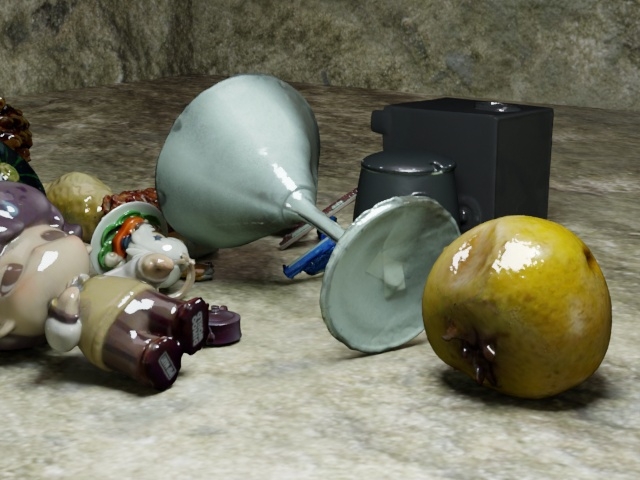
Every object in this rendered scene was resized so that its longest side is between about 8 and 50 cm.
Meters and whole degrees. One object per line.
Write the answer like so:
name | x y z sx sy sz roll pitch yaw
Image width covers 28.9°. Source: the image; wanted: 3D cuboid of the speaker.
speaker | 0.228 -0.115 2.043 0.254 0.232 0.184 13 18 41

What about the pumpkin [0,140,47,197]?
pumpkin | -0.539 -0.037 1.836 0.248 0.248 0.248 0 14 0

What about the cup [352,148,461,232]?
cup | 0.140 -0.044 1.876 0.169 0.177 0.223 0 13 -12

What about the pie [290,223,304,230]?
pie | -0.119 -0.074 2.084 0.218 0.054 0.204 24 -2 -37

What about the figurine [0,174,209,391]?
figurine | -0.318 0.053 1.444 0.365 0.218 0.206 12 -25 37

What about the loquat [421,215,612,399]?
loquat | 0.212 0.071 1.364 0.213 0.213 0.213 0 14 0

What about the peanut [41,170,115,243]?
peanut | -0.434 -0.057 2.058 0.236 0.120 0.110 9 32 20

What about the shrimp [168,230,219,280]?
shrimp | -0.186 0.020 1.896 0.161 0.049 0.166 -15 21 -37

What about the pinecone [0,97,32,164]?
pinecone | -0.663 -0.177 2.397 0.221 0.221 0.221 0 14 0

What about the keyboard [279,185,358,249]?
keyboard | 0.003 -0.039 1.992 0.166 0.017 0.055 -34 2 21

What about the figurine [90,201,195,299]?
figurine | -0.239 0.030 1.750 0.132 0.132 0.153 -11 29 -36

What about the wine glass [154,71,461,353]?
wine glass | -0.013 -0.031 1.619 0.267 0.267 0.406 -9 29 -31

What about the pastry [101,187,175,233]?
pastry | -0.265 -0.040 2.002 0.115 0.097 0.208 -8 2 25

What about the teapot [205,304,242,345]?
teapot | -0.131 0.102 1.557 0.068 0.045 0.100 3 15 9

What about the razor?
razor | 0.007 0.010 1.928 0.093 0.056 0.324 -35 5 9
